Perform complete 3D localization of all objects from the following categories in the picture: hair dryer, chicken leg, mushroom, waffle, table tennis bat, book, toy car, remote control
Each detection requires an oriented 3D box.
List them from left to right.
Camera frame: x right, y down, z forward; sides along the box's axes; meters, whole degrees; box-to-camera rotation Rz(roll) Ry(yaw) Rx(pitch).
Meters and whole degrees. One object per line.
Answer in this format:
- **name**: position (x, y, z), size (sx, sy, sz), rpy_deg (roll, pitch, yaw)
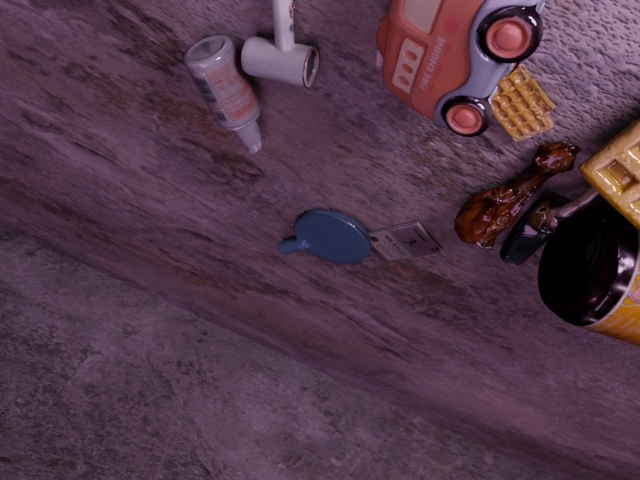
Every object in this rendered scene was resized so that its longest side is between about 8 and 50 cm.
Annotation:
- **hair dryer**: position (-0.074, -0.373, 0.749), size (0.131, 0.073, 0.236), rpy_deg (17, 147, 12)
- **table tennis bat**: position (0.000, 0.000, 1.306), size (0.329, 0.044, 0.215), rpy_deg (-11, 132, 43)
- **book**: position (0.218, 0.006, 1.204), size (0.182, 0.014, 0.127), rpy_deg (-13, 134, 45)
- **toy car**: position (0.183, -0.295, 0.610), size (0.213, 0.180, 0.270), rpy_deg (29, 151, 9)
- **chicken leg**: position (0.382, -0.089, 0.893), size (0.113, 0.093, 0.304), rpy_deg (13, 145, -19)
- **waffle**: position (0.334, -0.226, 0.756), size (0.135, 0.021, 0.092), rpy_deg (37, 147, -23)
- **remote control**: position (0.460, -0.015, 0.979), size (0.072, 0.042, 0.222), rpy_deg (21, 144, 5)
- **mushroom**: position (0.475, -0.079, 0.840), size (0.060, 0.061, 0.187), rpy_deg (47, 123, -1)
- **waffle**: position (0.545, -0.103, 0.640), size (0.221, 0.055, 0.248), rpy_deg (49, 134, 10)

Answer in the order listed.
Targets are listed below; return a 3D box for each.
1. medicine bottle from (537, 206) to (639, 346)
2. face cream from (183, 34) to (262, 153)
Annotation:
- **medicine bottle**: position (0.655, 0.088, 0.852), size (0.395, 0.242, 0.242), rpy_deg (13, 150, -3)
- **face cream**: position (-0.178, -0.281, 0.925), size (0.101, 0.101, 0.251), rpy_deg (7, 147, 24)
